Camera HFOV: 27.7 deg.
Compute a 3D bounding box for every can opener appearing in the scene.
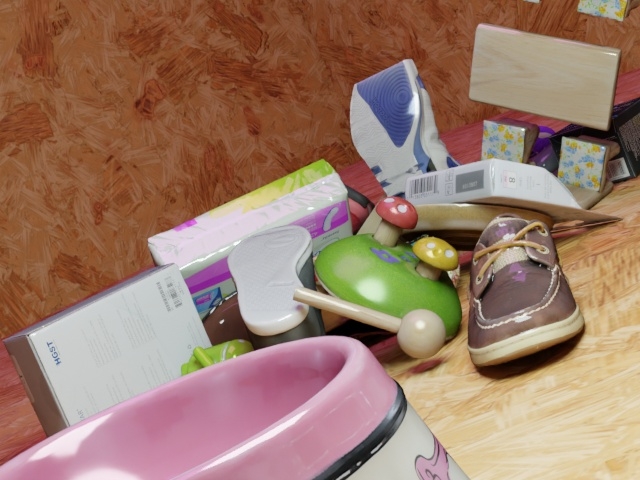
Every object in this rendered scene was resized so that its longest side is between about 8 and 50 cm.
[{"bbox_3d":[0.438,-0.147,2.198,0.283,0.076,0.095,-27,-3,-41],"label":"can opener"}]

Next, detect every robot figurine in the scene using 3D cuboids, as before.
[{"bbox_3d":[-0.122,0.165,1.651,0.115,0.067,0.101,-19,-23,30],"label":"robot figurine"}]

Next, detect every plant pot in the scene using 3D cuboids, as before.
[{"bbox_3d":[0.201,-0.014,1.774,0.236,0.032,0.236,3,-9,0],"label":"plant pot"}]

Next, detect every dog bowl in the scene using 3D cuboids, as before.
[{"bbox_3d":[-0.095,0.203,0.932,0.408,0.150,0.408,-23,6,3],"label":"dog bowl"}]

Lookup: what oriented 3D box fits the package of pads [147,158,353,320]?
[{"bbox_3d":[-0.088,0.040,1.912,0.296,0.229,0.101,-25,48,-15],"label":"package of pads"}]

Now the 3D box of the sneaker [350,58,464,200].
[{"bbox_3d":[0.160,-0.121,2.075,0.127,0.315,0.182,-19,-5,25],"label":"sneaker"}]

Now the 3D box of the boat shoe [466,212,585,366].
[{"bbox_3d":[0.200,0.037,1.363,0.123,0.123,0.342,-21,7,15],"label":"boat shoe"}]

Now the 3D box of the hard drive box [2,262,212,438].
[{"bbox_3d":[-0.264,0.158,1.693,0.232,0.181,0.089,-26,7,-34],"label":"hard drive box"}]

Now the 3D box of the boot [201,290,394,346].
[{"bbox_3d":[-0.035,0.125,1.723,0.264,0.096,0.280,-13,12,-6],"label":"boot"}]

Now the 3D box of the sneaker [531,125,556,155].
[{"bbox_3d":[0.320,-0.106,2.222,0.293,0.102,0.146,-33,10,-20],"label":"sneaker"}]

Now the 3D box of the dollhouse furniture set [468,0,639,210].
[{"bbox_3d":[0.378,-0.207,1.811,0.394,0.362,0.256,16,25,28],"label":"dollhouse furniture set"}]

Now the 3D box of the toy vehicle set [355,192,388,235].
[{"bbox_3d":[0.123,-0.042,2.246,0.166,0.035,0.267,-56,-8,23],"label":"toy vehicle set"}]

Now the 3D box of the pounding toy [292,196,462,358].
[{"bbox_3d":[0.089,0.027,1.453,0.110,0.183,0.237,-65,-7,18],"label":"pounding toy"}]

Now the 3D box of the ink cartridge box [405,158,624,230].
[{"bbox_3d":[0.260,-0.057,1.749,0.232,0.066,0.189,3,-8,-32],"label":"ink cartridge box"}]

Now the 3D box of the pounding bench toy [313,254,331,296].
[{"bbox_3d":[-0.001,0.052,1.670,0.083,0.052,0.065,-22,16,-37],"label":"pounding bench toy"}]

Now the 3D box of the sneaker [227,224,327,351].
[{"bbox_3d":[-0.042,0.090,1.541,0.104,0.147,0.296,-15,24,3],"label":"sneaker"}]

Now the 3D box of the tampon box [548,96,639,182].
[{"bbox_3d":[0.465,-0.155,2.088,0.120,0.101,0.161,-17,8,37],"label":"tampon box"}]

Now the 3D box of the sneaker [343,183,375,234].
[{"bbox_3d":[0.000,0.000,2.235,0.136,0.116,0.314,-64,6,-25],"label":"sneaker"}]

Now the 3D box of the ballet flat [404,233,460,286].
[{"bbox_3d":[0.142,0.039,1.760,0.077,0.091,0.241,9,-1,-23],"label":"ballet flat"}]
